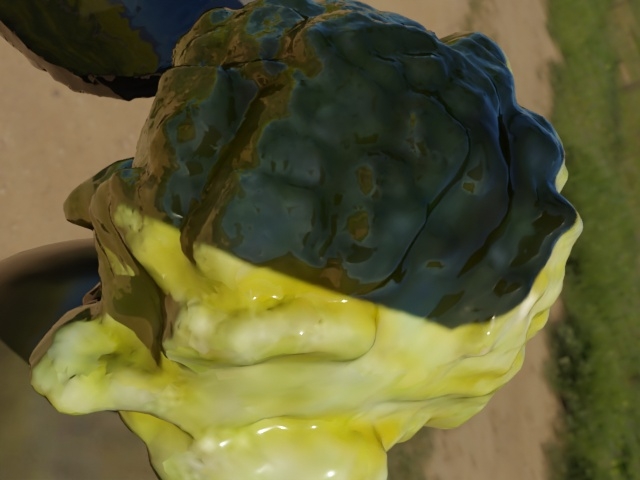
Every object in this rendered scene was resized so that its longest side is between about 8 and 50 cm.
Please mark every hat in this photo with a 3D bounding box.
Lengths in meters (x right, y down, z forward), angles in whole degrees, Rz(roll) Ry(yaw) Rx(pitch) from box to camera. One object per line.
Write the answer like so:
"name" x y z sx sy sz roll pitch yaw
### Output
"hat" -0.119 -0.260 0.950 0.366 0.382 0.257 -17 118 -38

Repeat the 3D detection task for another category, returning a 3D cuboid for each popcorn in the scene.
"popcorn" 0.000 0.000 0.608 0.195 0.255 0.256 44 -6 16

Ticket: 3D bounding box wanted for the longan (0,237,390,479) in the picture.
"longan" -0.125 0.180 0.834 0.361 0.361 0.361 53 25 -37
